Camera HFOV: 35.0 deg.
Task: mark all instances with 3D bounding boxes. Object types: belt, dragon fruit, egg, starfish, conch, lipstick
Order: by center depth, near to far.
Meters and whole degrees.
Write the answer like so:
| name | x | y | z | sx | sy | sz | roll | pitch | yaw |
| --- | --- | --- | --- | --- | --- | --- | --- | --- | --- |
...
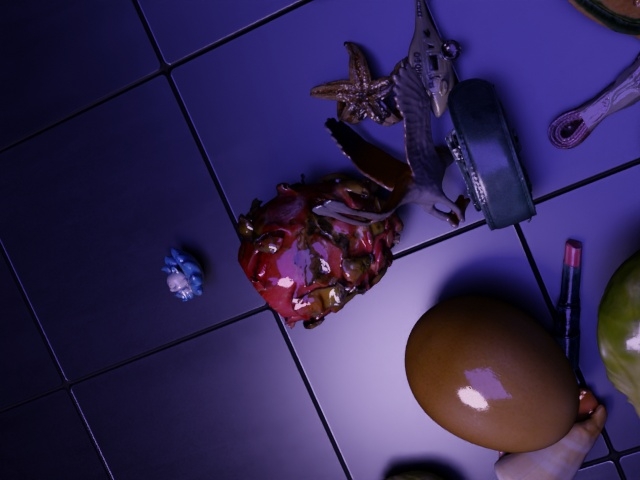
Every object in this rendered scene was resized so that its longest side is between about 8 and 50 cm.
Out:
| name | x | y | z | sx | sy | sz | roll | pitch | yaw |
| --- | --- | --- | --- | --- | --- | --- | --- | --- | --- |
| belt | 0.283 | -0.146 | 1.722 | 0.116 | 0.206 | 0.267 | -19 | 106 | 11 |
| belt | 0.492 | -0.235 | 1.737 | 0.232 | 0.053 | 0.071 | -39 | 84 | 19 |
| egg | 0.301 | 0.235 | 1.779 | 0.322 | 0.250 | 0.250 | 30 | 108 | 16 |
| dragon fruit | 0.000 | 0.000 | 1.813 | 0.291 | 0.250 | 0.269 | -39 | 98 | 3 |
| starfish | 0.068 | -0.282 | 1.828 | 0.190 | 0.074 | 0.146 | 5 | 109 | 15 |
| lipstick | 0.449 | 0.116 | 1.831 | 0.053 | 0.053 | 0.234 | 5 | 98 | 13 |
| conch | 0.421 | 0.392 | 1.873 | 0.255 | 0.127 | 0.158 | -36 | 61 | -3 |

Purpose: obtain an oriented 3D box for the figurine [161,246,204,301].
| name | x | y | z | sx | sy | sz | roll | pitch | yaw |
| --- | --- | --- | --- | --- | --- | --- | --- | --- | --- |
| figurine | -0.271 | 0.063 | 1.982 | 0.114 | 0.079 | 0.114 | 41 | 148 | 32 |

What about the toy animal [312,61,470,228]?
| name | x | y | z | sx | sy | sz | roll | pitch | yaw |
| --- | --- | --- | --- | --- | --- | --- | --- | --- | --- |
| toy animal | 0.145 | -0.096 | 1.708 | 0.302 | 0.284 | 0.225 | 32 | 141 | -25 |

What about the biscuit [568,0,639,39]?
| name | x | y | z | sx | sy | sz | roll | pitch | yaw |
| --- | --- | --- | --- | --- | --- | --- | --- | --- | --- |
| biscuit | 0.526 | -0.449 | 1.576 | 0.343 | 0.057 | 0.287 | 24 | 128 | -26 |

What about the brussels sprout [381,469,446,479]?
| name | x | y | z | sx | sy | sz | roll | pitch | yaw |
| --- | --- | --- | --- | --- | --- | --- | --- | --- | --- |
| brussels sprout | 0.191 | 0.515 | 1.934 | 0.183 | 0.145 | 0.131 | 38 | 145 | 46 |

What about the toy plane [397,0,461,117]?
| name | x | y | z | sx | sy | sz | roll | pitch | yaw |
| --- | --- | --- | --- | --- | --- | --- | --- | --- | --- |
| toy plane | 0.179 | -0.355 | 1.757 | 0.108 | 0.092 | 0.286 | -7 | 97 | -5 |

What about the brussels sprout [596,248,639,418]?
| name | x | y | z | sx | sy | sz | roll | pitch | yaw |
| --- | --- | --- | --- | --- | --- | --- | --- | --- | --- |
| brussels sprout | 0.607 | 0.165 | 1.675 | 0.281 | 0.289 | 0.355 | 11 | 117 | 26 |
